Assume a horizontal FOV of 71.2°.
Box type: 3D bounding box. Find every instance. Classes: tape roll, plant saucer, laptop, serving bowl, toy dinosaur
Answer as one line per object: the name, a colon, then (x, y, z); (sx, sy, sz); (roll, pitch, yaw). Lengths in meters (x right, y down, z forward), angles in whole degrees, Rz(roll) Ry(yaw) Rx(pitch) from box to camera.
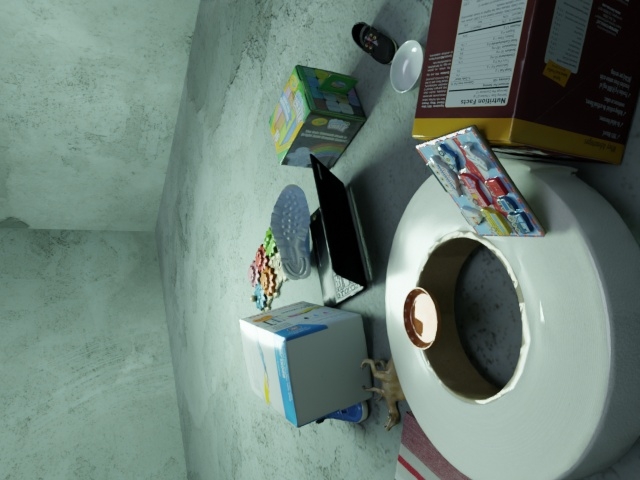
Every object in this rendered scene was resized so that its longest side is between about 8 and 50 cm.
tape roll: (0.203, 0.091, 0.557); (0.392, 0.071, 0.393); (180, 90, -70)
plant saucer: (0.138, 0.105, 0.606); (0.083, 0.013, 0.084); (180, 90, -70)
laptop: (0.000, 0.000, 0.908); (0.264, 0.136, 0.235); (-40, 54, 53)
serving bowl: (0.154, -0.290, 0.752); (0.083, 0.027, 0.084); (-1, 89, 60)
toy dinosaur: (0.121, 0.238, 0.790); (0.092, 0.053, 0.183); (19, 113, 44)

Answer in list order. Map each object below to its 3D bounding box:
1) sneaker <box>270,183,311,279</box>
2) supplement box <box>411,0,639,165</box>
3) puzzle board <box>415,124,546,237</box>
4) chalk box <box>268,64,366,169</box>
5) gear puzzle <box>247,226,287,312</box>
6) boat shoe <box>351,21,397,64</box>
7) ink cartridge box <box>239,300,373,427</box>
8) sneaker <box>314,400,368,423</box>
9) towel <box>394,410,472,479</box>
sneaker: (-0.064, -0.026, 1.033); (0.095, 0.089, 0.235); (-84, -5, -60)
supplement box: (0.221, -0.189, 0.461); (0.129, 0.191, 0.194); (25, 110, 57)
puzzle board: (0.156, -0.052, 0.450); (0.128, 0.011, 0.096); (51, 165, -13)
chalk box: (-0.003, -0.267, 0.927); (0.213, 0.132, 0.132); (-50, 47, 47)
gear puzzle: (-0.144, 0.058, 1.255); (0.339, 0.044, 0.176); (-59, 41, 42)
boat shoe: (0.099, -0.371, 0.841); (0.133, 0.041, 0.049); (61, 137, 40)
ink cartridge box: (-0.037, 0.233, 0.907); (0.232, 0.171, 0.169); (-1, 99, 60)
sneaker: (0.026, 0.341, 0.902); (0.152, 0.084, 0.058); (-23, 69, 58)
towel: (0.191, 0.454, 0.658); (0.237, 0.037, 0.330); (26, 113, 56)
